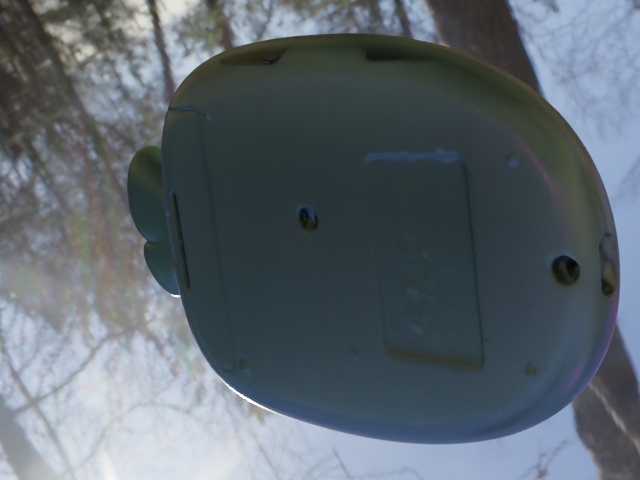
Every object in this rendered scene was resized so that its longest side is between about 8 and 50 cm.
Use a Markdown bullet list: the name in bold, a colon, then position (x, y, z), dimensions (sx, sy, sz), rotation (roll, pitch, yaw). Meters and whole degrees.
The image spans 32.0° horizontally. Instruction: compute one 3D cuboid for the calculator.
- **calculator**: position (0.000, 0.000, 0.511), dimensions (0.299, 0.185, 0.041), rotation (6, -162, 44)
